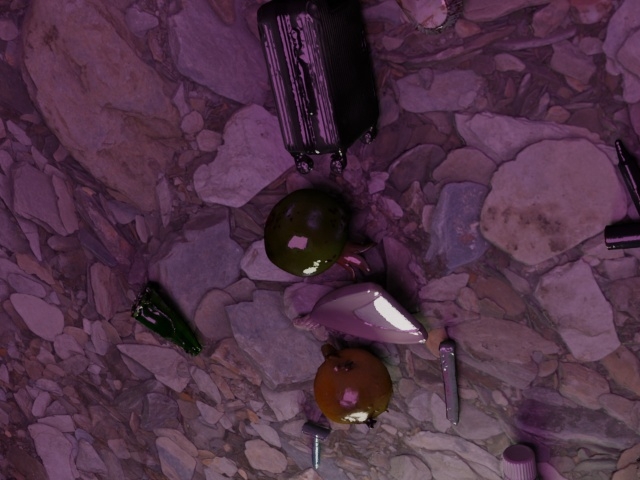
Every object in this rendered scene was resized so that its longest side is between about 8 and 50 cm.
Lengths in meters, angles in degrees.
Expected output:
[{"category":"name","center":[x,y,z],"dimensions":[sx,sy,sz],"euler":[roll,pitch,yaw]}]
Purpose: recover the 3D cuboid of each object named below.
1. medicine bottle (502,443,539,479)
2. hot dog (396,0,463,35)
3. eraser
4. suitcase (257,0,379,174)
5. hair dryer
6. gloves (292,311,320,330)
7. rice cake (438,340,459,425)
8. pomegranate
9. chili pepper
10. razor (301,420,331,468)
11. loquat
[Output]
[{"category":"medicine bottle","center":[0.425,0.528,1.848],"dimensions":[0.084,0.083,0.203],"euler":[1,115,27]},{"category":"hot dog","center":[0.160,-0.434,1.467],"dimensions":[0.191,0.059,0.108],"euler":[51,129,-4]},{"category":"eraser","center":[0.077,0.144,1.815],"dimensions":[0.243,0.059,0.204],"euler":[-4,143,44]},{"category":"suitcase","center":[0.000,-0.290,1.539],"dimensions":[0.128,0.202,0.312],"euler":[1,117,27]},{"category":"hair dryer","center":[0.555,-0.081,1.467],"dimensions":[0.173,0.050,0.194],"euler":[-6,110,27]},{"category":"gloves","center":[-0.030,0.181,1.926],"dimensions":[0.081,0.037,0.044],"euler":[-20,141,29]},{"category":"rice cake","center":[0.271,0.298,1.832],"dimensions":[0.033,0.033,0.207],"euler":[0,118,17]},{"category":"pomegranate","center":[0.000,0.000,1.732],"dimensions":[0.224,0.181,0.181],"euler":[29,129,-14]},{"category":"chili pepper","center":[-0.368,0.197,2.095],"dimensions":[0.216,0.062,0.108],"euler":[50,134,-5]},{"category":"razor","center":[-0.010,0.495,2.092],"dimensions":[0.068,0.040,0.135],"euler":[16,130,20]},{"category":"loquat","center":[0.063,0.308,1.876],"dimensions":[0.172,0.149,0.204],"euler":[-41,79,39]}]
